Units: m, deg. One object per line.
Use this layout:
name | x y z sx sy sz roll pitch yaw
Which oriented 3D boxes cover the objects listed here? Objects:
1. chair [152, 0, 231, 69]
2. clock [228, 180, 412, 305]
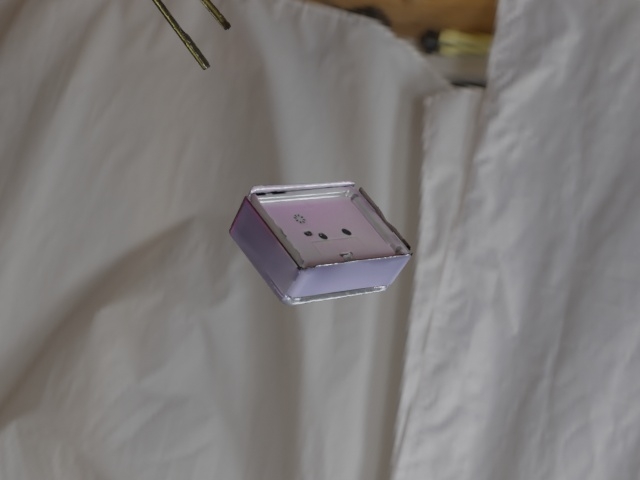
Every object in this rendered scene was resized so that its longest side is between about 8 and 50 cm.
chair | -0.175 -0.334 1.250 0.326 0.170 0.160 46 163 -3
clock | 0.000 -0.001 1.621 0.193 0.145 0.073 -6 137 -43
